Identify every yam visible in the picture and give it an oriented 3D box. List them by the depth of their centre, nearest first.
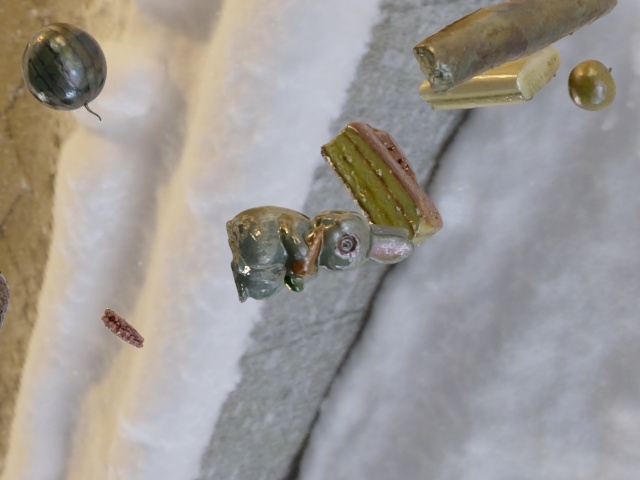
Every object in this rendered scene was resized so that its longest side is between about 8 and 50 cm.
[{"bbox_3d":[0.230,-0.246,1.212,0.071,0.317,0.067,59,149,5],"label":"yam"}]

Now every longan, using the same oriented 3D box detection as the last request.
[{"bbox_3d":[0.396,-0.226,1.532,0.075,0.083,0.075,44,155,27],"label":"longan"}]

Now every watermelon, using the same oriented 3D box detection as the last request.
[{"bbox_3d":[-0.312,-0.204,1.320,0.105,0.105,0.133,-25,98,49],"label":"watermelon"}]

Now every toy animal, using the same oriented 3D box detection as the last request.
[{"bbox_3d":[-0.006,-0.003,1.342,0.108,0.236,0.138,75,175,-58],"label":"toy animal"}]

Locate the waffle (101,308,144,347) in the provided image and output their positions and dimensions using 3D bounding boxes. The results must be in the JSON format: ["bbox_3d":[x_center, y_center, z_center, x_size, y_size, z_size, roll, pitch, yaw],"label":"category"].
[{"bbox_3d":[-0.320,0.144,1.719,0.075,0.029,0.083,31,166,34],"label":"waffle"}]

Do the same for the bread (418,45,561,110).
[{"bbox_3d":[0.257,-0.244,1.599,0.178,0.139,0.060,2,119,44],"label":"bread"}]

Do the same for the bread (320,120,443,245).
[{"bbox_3d":[0.115,-0.096,1.874,0.110,0.184,0.234,-36,83,11],"label":"bread"}]

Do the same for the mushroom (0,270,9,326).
[{"bbox_3d":[-0.527,0.123,1.554,0.194,0.138,0.231,-128,45,-56],"label":"mushroom"}]
